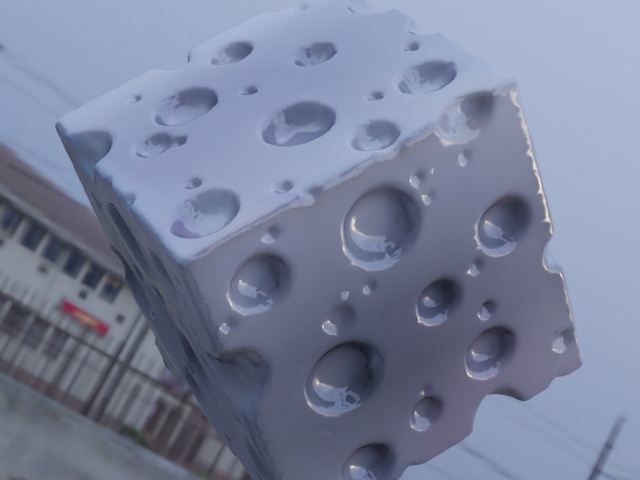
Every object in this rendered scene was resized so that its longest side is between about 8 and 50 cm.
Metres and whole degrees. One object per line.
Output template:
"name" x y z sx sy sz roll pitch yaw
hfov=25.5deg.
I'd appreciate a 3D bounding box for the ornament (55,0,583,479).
"ornament" 0.000 0.000 0.968 0.240 0.239 0.239 42 -24 52
